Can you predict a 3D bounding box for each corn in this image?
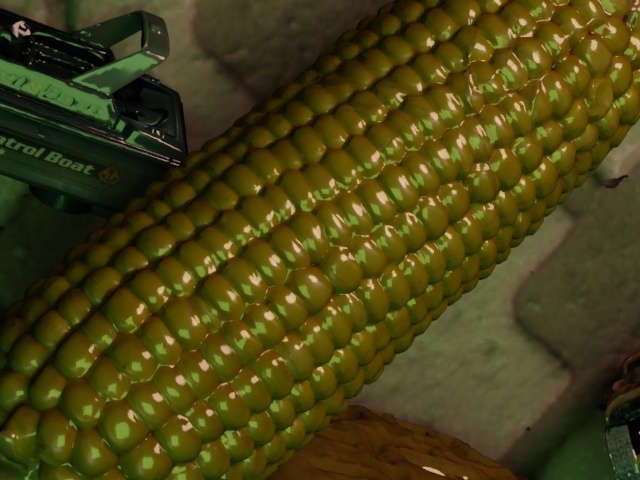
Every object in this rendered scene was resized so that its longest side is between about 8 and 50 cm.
[{"bbox_3d":[0.000,0.000,0.900,0.387,0.144,0.144,-38,110,-12],"label":"corn"}]

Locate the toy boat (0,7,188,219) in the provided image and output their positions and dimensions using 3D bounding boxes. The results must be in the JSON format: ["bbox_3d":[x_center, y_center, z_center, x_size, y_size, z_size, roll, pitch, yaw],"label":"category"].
[{"bbox_3d":[-0.170,-0.086,0.937,0.246,0.093,0.103,20,111,-15],"label":"toy boat"}]

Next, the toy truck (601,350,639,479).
[{"bbox_3d":[0.241,0.167,1.066,0.108,0.140,0.256,-20,103,16],"label":"toy truck"}]

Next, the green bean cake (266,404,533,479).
[{"bbox_3d":[0.038,0.173,0.986,0.230,0.224,0.131,20,101,-16],"label":"green bean cake"}]
